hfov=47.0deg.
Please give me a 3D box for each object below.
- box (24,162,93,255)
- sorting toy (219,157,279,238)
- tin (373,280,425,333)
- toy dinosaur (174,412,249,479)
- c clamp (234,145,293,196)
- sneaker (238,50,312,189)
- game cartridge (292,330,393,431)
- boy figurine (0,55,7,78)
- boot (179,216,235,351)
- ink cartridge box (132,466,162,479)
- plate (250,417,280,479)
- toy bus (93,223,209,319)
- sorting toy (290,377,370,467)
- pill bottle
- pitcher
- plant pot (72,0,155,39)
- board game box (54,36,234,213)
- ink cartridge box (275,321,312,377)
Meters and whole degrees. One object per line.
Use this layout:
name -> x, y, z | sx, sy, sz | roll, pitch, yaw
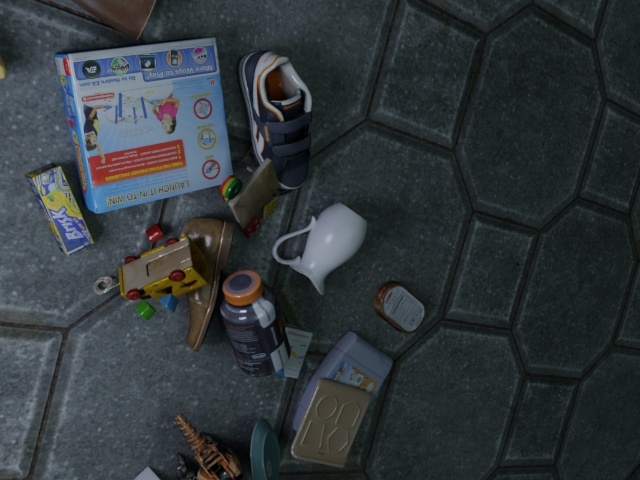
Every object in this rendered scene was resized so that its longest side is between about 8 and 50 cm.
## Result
box -> -0.502, -0.060, 1.420 | 0.059, 0.054, 0.169 | -29, 118, -27
sorting toy -> -0.154, -0.105, 1.603 | 0.132, 0.046, 0.274 | -51, 163, -14
tin -> 0.221, 0.185, 2.026 | 0.189, 0.040, 0.106 | 39, 74, -36
toy dinosaur -> -0.223, 0.524, 1.659 | 0.164, 0.218, 0.322 | -13, 94, -26
c clamp -> -0.113, -0.164, 1.701 | 0.137, 0.022, 0.161 | -49, 123, -22
sneaker -> -0.083, -0.256, 1.617 | 0.126, 0.127, 0.321 | -33, 117, -31
game cartridge -> 0.057, 0.401, 1.953 | 0.198, 0.062, 0.297 | 38, 79, -41
boy figurine -> -0.654, -0.354, 1.209 | 0.285, 0.092, 0.177 | 22, 88, -39
boot -> -0.272, 0.094, 1.623 | 0.115, 0.112, 0.305 | 11, 101, -8
ink cartridge box -> -0.361, 0.618, 1.626 | 0.127, 0.176, 0.128 | -42, 123, -20
plate -> -0.128, 0.529, 1.792 | 0.188, 0.024, 0.188 | -7, 90, -77
toy bus -> -0.330, 0.079, 1.526 | 0.191, 0.202, 0.104 | -58, 145, -19
sorting toy -> 0.025, 0.469, 1.897 | 0.193, 0.038, 0.208 | 25, 83, -38
pill bottle -> -0.151, 0.183, 1.661 | 0.130, 0.130, 0.246 | -34, 134, -25
pitcher -> 0.000, 0.000, 1.773 | 0.178, 0.125, 0.207 | 35, 92, -22
plant pot -> -0.402, -0.501, 1.302 | 0.230, 0.215, 0.215 | 17, 92, -23
board game box -> -0.341, -0.238, 1.470 | 0.308, 0.086, 0.302 | -16, 112, -32
ink cartridge box -> -0.084, 0.269, 1.814 | 0.088, 0.052, 0.122 | 18, 90, -38
